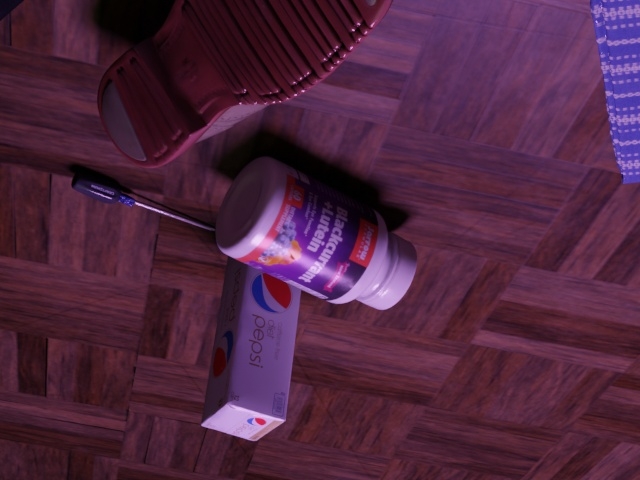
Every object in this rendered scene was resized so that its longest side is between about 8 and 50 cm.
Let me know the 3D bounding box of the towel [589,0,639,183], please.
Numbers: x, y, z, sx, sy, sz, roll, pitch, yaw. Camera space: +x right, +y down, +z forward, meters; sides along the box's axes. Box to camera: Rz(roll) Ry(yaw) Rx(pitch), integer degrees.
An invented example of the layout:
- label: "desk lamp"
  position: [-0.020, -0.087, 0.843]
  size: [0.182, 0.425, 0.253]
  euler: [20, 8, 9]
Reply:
- label: "towel"
  position: [0.352, -0.159, 1.037]
  size: [0.243, 0.040, 0.336]
  euler: [-4, 149, 15]

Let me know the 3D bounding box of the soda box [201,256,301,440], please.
- label: "soda box"
  position: [-0.070, 0.100, 1.357]
  size: [0.069, 0.216, 0.074]
  euler: [20, 146, -20]

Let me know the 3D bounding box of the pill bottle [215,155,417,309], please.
- label: "pill bottle"
  position: [0.000, 0.000, 1.286]
  size: [0.193, 0.108, 0.108]
  euler: [25, 144, -28]

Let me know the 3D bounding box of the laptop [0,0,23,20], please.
- label: "laptop"
  position: [-0.185, -0.236, 0.870]
  size: [0.264, 0.136, 0.234]
  euler: [-41, 152, -2]

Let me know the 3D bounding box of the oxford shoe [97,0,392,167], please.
- label: "oxford shoe"
  position: [-0.048, -0.171, 1.022]
  size: [0.348, 0.130, 0.123]
  euler: [-20, 99, 47]

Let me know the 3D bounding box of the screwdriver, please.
- label: "screwdriver"
  position: [-0.187, -0.034, 1.349]
  size: [0.170, 0.025, 0.024]
  euler: [24, 145, -25]
